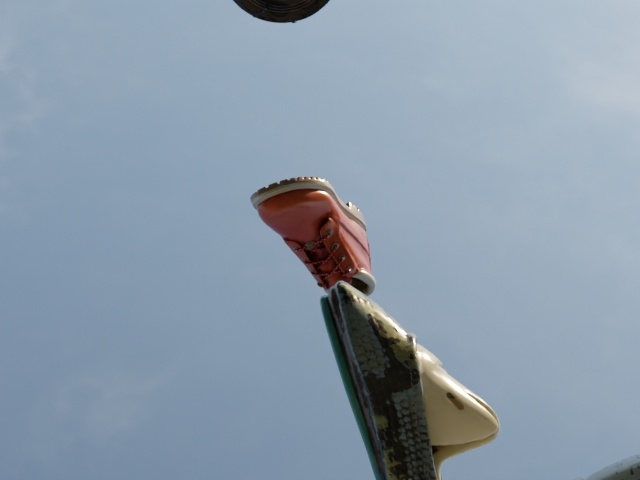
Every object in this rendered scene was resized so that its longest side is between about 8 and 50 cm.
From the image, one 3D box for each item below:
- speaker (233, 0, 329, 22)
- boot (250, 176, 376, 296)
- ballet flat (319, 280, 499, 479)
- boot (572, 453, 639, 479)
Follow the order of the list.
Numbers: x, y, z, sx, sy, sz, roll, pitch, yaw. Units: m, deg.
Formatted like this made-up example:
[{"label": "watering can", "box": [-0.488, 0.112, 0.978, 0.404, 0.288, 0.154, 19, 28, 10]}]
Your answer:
[{"label": "speaker", "box": [-0.022, -0.155, 0.562, 0.055, 0.055, 0.136, -2, -147, -3]}, {"label": "boot", "box": [0.000, 0.000, 1.012, 0.059, 0.158, 0.084, -25, -119, 24]}, {"label": "ballet flat", "box": [0.052, 0.102, 0.495, 0.070, 0.070, 0.188, -14, -94, -14]}, {"label": "boot", "box": [0.207, 0.117, 0.335, 0.203, 0.262, 0.095, -36, -158, 21]}]
